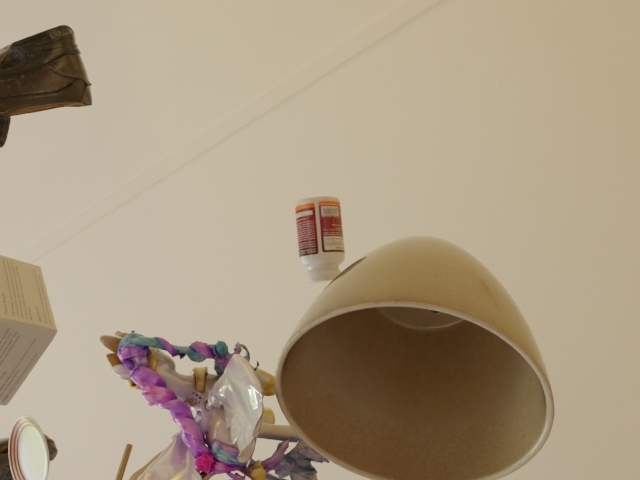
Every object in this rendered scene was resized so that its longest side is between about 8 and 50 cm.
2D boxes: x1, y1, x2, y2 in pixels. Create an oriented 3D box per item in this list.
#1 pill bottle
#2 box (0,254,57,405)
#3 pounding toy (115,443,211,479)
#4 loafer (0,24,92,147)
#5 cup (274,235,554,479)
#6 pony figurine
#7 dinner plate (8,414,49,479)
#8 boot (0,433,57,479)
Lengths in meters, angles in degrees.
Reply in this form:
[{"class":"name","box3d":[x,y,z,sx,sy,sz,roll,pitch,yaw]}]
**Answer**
[{"class":"pill bottle","box3d":[0.000,0.000,1.236,0.086,0.086,0.152,-6,-97,16]},{"class":"box","box3d":[-0.556,0.147,1.142,0.182,0.119,0.181,-51,-135,15]},{"class":"pounding toy","box3d":[-0.323,0.494,1.407,0.154,0.269,0.155,7,-60,39]},{"class":"loafer","box3d":[-0.236,-0.092,0.467,0.062,0.170,0.061,11,-51,54]},{"class":"cup","box3d":[0.127,0.128,0.891,0.331,0.237,0.331,7,-52,9]},{"class":"pony figurine","box3d":[-0.148,0.283,0.997,0.363,0.351,0.303,32,-79,-37]},{"class":"dinner plate","box3d":[-0.499,0.372,1.163,0.141,0.017,0.141,-2,-93,40]},{"class":"boot","box3d":[-0.847,0.388,1.554,0.367,0.146,0.445,-30,-116,-6]}]
